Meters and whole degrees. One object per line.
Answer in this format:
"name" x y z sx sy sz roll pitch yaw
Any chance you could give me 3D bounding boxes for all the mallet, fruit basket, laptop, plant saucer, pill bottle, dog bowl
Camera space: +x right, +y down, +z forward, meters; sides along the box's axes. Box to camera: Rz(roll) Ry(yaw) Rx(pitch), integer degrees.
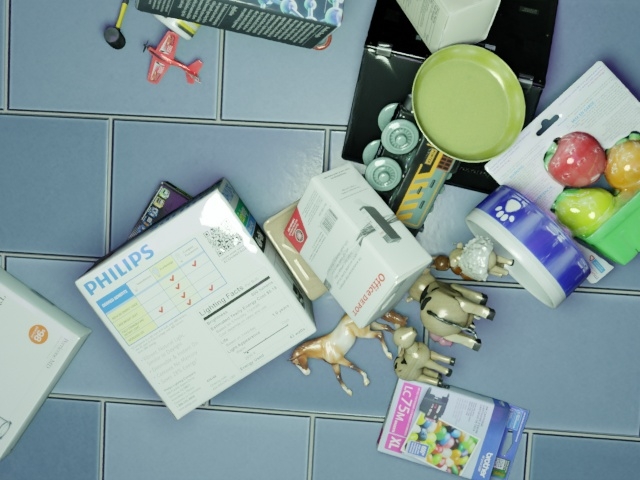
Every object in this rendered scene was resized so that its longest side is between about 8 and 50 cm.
"mallet" -0.441 -0.523 1.765 0.039 0.062 0.189 16 96 2
"fruit basket" 0.582 -0.139 1.675 0.327 0.165 0.353 -44 88 6
"laptop" 0.282 -0.364 1.748 0.382 0.236 0.407 14 67 2
"plant saucer" 0.291 -0.270 1.579 0.241 0.037 0.240 2 83 -13
"pill bottle" -0.278 -0.541 1.731 0.103 0.103 0.184 37 96 0
"dog bowl" 0.428 0.012 1.644 0.104 0.265 0.265 -44 91 1

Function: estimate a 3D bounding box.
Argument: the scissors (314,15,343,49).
"scissors" -0.100 -0.507 1.766 0.297 0.021 0.108 16 98 4

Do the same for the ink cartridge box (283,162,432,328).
"ink cartridge box" 0.071 0.012 1.608 0.114 0.197 0.273 -25 68 -36

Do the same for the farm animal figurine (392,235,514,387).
"farm animal figurine" 0.240 0.146 1.647 0.172 0.327 0.330 20 87 -2

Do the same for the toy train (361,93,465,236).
"toy train" 0.183 -0.144 1.687 0.190 0.142 0.333 18 117 -10

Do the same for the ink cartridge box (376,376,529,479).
"ink cartridge box" 0.302 0.430 1.795 0.311 0.065 0.185 16 96 1

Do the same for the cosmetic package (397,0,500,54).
"cosmetic package" 0.226 -0.541 1.611 0.129 0.153 0.296 -24 72 -13

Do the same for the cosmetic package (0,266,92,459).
"cosmetic package" -0.760 0.288 1.845 0.284 0.097 0.377 34 96 -2

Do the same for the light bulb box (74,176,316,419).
"light bulb box" -0.254 0.114 1.690 0.358 0.225 0.361 -33 102 3

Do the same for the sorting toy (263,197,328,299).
"sorting toy" 0.000 0.000 1.770 0.193 0.038 0.208 -34 96 -14

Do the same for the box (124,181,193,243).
"box" -0.328 -0.009 1.810 0.184 0.045 0.190 34 97 2

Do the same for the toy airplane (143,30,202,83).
"toy airplane" -0.326 -0.399 1.762 0.151 0.028 0.151 9 131 11

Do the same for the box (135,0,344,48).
"box" -0.151 -0.588 1.595 0.396 0.212 0.293 8 89 -16

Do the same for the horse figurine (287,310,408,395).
"horse figurine" 0.075 0.232 1.792 0.174 0.066 0.263 44 98 -5
